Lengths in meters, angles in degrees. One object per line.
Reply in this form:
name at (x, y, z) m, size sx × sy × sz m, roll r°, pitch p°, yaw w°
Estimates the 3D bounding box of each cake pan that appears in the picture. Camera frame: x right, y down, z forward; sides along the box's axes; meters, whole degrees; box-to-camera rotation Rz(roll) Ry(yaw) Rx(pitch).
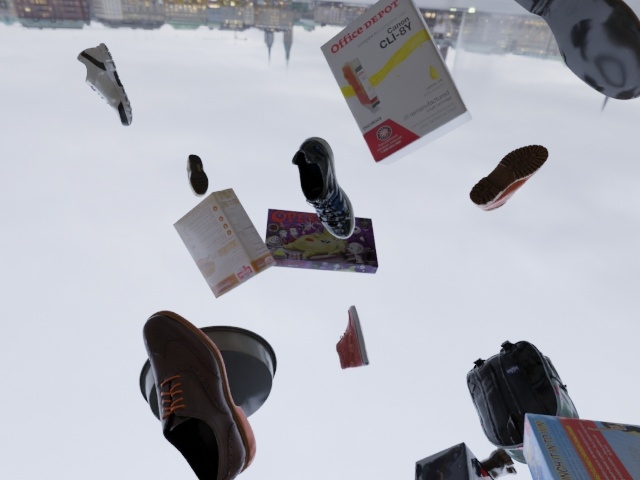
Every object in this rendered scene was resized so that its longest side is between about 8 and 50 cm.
cake pan at (-0.233, 0.309, 0.871) m, size 0.293 × 0.293 × 0.054 m, roll -5°, pitch -148°, yaw -16°

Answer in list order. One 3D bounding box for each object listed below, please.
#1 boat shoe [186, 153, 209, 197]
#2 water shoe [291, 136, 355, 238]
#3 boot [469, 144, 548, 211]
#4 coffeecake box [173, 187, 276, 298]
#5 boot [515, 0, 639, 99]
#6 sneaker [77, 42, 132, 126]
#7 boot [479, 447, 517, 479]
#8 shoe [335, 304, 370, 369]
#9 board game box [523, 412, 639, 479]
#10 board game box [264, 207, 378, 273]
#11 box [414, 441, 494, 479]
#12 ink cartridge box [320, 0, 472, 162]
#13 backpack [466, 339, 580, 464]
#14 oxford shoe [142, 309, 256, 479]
boat shoe at (-0.442, -0.217, 1.439) m, size 0.068 × 0.072 × 0.189 m, roll 10°, pitch -132°, yaw -34°
water shoe at (-0.001, -0.076, 0.709) m, size 0.073 × 0.203 × 0.080 m, roll -2°, pitch -146°, yaw 32°
boot at (0.363, -0.116, 0.777) m, size 0.085 × 0.158 × 0.059 m, roll 25°, pitch -150°, yaw -55°
coffeecake box at (-0.202, 0.007, 0.849) m, size 0.142 × 0.185 × 0.068 m, roll -30°, pitch 179°, yaw 31°
boot at (0.433, -0.364, 0.644) m, size 0.115 × 0.112 × 0.305 m, roll -34°, pitch -96°, yaw -24°
sneaker at (-0.295, -0.211, 0.560) m, size 0.044 × 0.109 × 0.040 m, roll -21°, pitch -152°, yaw -15°
boot at (0.555, 0.716, 1.288) m, size 0.106 × 0.219 × 0.082 m, roll -29°, pitch -137°, yaw 4°
shoe at (0.078, 0.266, 1.119) m, size 0.081 × 0.063 × 0.177 m, roll -15°, pitch -125°, yaw 6°
board game box at (0.493, 0.389, 0.584) m, size 0.302 × 0.086 × 0.308 m, roll 0°, pitch -171°, yaw 14°
board game box at (0.000, 0.000, 1.270) m, size 0.347 × 0.056 × 0.208 m, roll 4°, pitch -136°, yaw -8°
box at (0.404, 0.789, 1.052) m, size 0.312 × 0.179 × 0.343 m, roll 52°, pitch -159°, yaw -5°
ink cartridge box at (0.212, -0.451, 1.154) m, size 0.279 × 0.384 × 0.160 m, roll -27°, pitch 176°, yaw 27°
backpack at (0.506, 0.411, 1.004) m, size 0.191 × 0.225 × 0.253 m, roll 42°, pitch -156°, yaw -14°
oxford shoe at (-0.189, 0.217, 0.583) m, size 0.271 × 0.097 × 0.098 m, roll 53°, pitch -173°, yaw 14°
